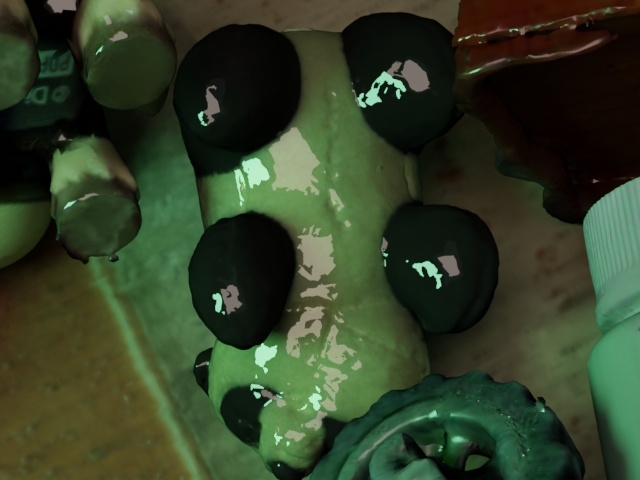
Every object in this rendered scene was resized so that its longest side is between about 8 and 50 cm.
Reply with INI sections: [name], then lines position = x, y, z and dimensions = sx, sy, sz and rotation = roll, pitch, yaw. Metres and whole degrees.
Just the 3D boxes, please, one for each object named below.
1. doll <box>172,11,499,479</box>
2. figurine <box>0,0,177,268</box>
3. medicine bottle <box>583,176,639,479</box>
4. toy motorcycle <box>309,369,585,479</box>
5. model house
[doll]
position = 0.001, -0.002, 0.759
dimensions = 0.144, 0.135, 0.234
rotation = -3, 72, -12
[figurine]
position = -0.173, -0.175, 0.789
dimensions = 0.241, 0.306, 0.411
rotation = -11, 78, -9
[medicine bottle]
position = 0.191, 0.086, 0.682
dimensions = 0.139, 0.139, 0.225
rotation = -10, 69, 8
[toy motorcycle]
position = 0.059, 0.220, 0.557
dimensions = 0.237, 0.168, 0.410
rotation = -34, 39, 1
[model house]
position = 0.160, -0.157, 0.737
dimensions = 0.160, 0.196, 0.253
rotation = -5, 69, 25
